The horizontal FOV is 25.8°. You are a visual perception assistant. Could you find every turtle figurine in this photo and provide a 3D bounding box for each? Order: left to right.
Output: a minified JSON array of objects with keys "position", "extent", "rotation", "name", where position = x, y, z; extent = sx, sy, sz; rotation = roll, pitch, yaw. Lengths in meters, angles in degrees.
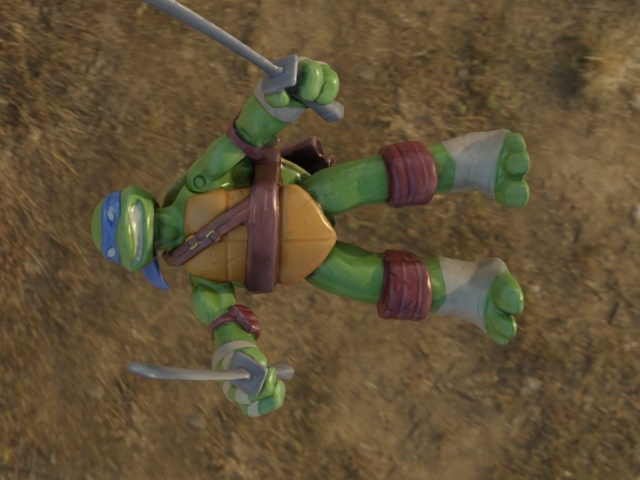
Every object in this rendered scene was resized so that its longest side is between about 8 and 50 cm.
[{"position":[0.000,0.000,0.842],"extent":[0.266,0.274,0.197],"rotation":[-1,68,-12],"name":"turtle figurine"}]
